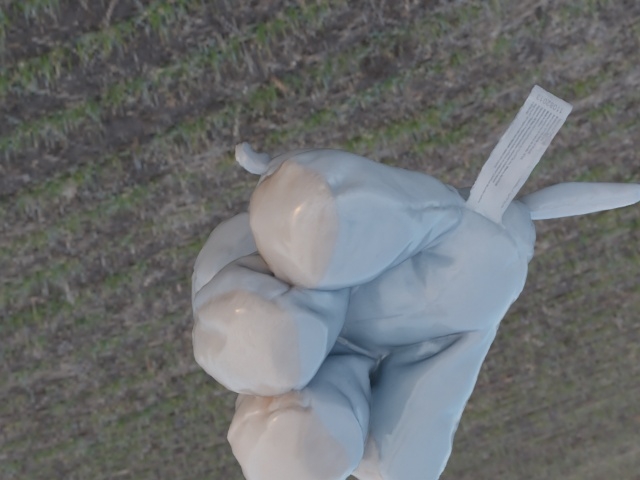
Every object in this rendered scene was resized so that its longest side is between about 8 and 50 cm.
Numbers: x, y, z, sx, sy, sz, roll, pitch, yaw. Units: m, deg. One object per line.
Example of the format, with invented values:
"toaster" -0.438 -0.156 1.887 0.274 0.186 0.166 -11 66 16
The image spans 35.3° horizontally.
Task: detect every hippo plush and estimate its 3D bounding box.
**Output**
"hippo plush" 0.000 0.000 0.676 0.234 0.236 0.294 36 87 -39
